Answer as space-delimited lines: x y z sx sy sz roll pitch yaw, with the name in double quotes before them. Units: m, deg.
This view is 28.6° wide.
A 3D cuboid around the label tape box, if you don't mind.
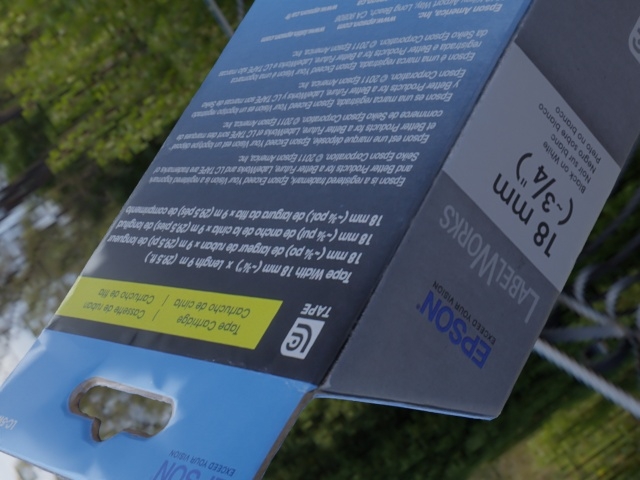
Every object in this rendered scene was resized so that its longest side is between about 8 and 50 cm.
"label tape box" 0.000 0.000 0.634 0.106 0.334 0.240 43 157 -32
